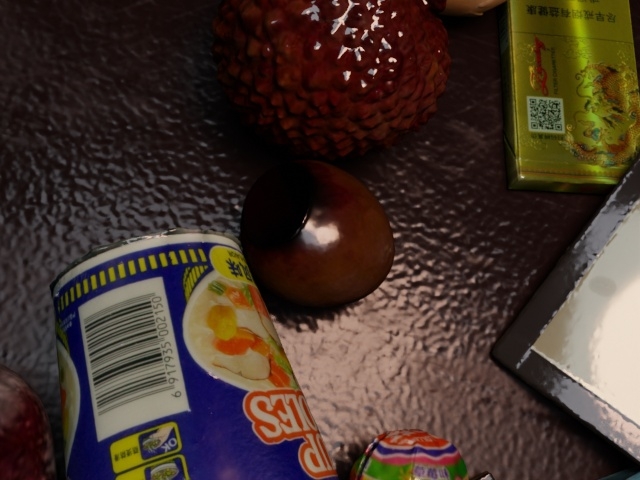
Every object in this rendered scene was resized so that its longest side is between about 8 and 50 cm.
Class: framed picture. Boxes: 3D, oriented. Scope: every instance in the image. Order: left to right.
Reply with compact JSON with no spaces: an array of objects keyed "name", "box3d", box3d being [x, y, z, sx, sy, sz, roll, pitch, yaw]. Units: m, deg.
[{"name":"framed picture","box3d":[0.399,0.071,0.874,0.265,0.016,0.347,36,85,20]}]

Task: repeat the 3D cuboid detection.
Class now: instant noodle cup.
[{"name":"instant noodle cup","box3d":[-0.128,0.168,0.729,0.284,0.284,0.312,-14,70,-12]}]

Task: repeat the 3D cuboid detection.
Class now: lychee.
[{"name":"lychee","box3d":[0.021,-0.218,0.828,0.300,0.264,0.264,-36,80,28]}]

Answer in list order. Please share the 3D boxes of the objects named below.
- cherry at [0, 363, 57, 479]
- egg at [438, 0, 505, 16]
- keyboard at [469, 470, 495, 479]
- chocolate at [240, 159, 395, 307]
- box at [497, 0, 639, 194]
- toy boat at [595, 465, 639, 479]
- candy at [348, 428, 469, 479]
[{"name":"cherry","box3d":[-0.352,0.225,0.671,0.296,0.218,0.255,-5,97,20]},{"name":"egg","box3d":[0.154,-0.376,0.935,0.244,0.201,0.201,4,74,1]},{"name":"keyboard","box3d":[0.218,0.409,0.824,0.106,0.027,0.317,-25,80,-11]},{"name":"chocolate","box3d":[0.000,0.000,0.841,0.177,0.177,0.176,2,75,-8]},{"name":"box","box3d":[0.319,-0.212,0.999,0.173,0.043,0.311,2,74,-8]},{"name":"toy boat","box3d":[0.324,0.300,0.843,0.185,0.075,0.077,-16,76,-18]},{"name":"candy","box3d":[0.080,0.373,0.775,0.124,0.124,0.365,5,89,-7]}]
